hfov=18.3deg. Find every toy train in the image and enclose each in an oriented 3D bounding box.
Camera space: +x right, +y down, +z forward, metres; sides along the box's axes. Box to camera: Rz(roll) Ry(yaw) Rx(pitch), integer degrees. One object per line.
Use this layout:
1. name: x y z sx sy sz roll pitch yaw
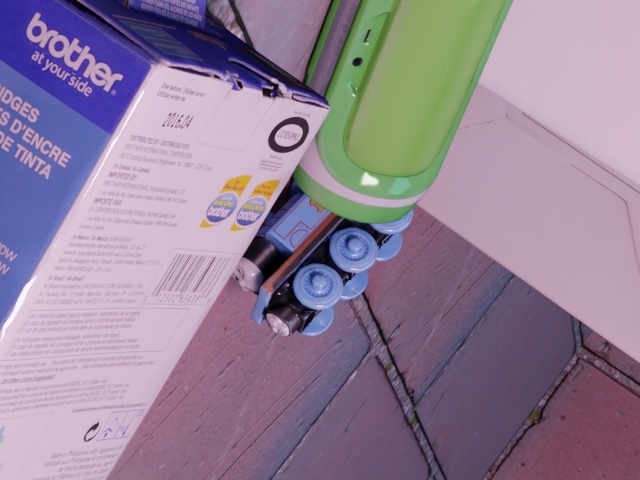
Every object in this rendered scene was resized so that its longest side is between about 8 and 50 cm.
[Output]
1. toy train: 0.000 0.000 1.692 0.184 0.105 0.080 -46 167 -26

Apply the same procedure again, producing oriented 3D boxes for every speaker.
1. speaker: 0.071 -0.160 1.564 0.131 0.131 0.296 -32 151 -50

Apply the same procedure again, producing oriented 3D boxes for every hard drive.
1. hard drive: 0.216 -0.188 1.583 0.040 0.307 0.203 -21 141 -61

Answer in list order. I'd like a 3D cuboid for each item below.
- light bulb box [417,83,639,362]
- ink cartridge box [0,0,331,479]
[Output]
1. light bulb box: 0.273 -0.068 1.855 0.225 0.358 0.361 -57 163 12
2. ink cartridge box: -0.156 -0.017 1.201 0.395 0.151 0.270 -57 162 10
